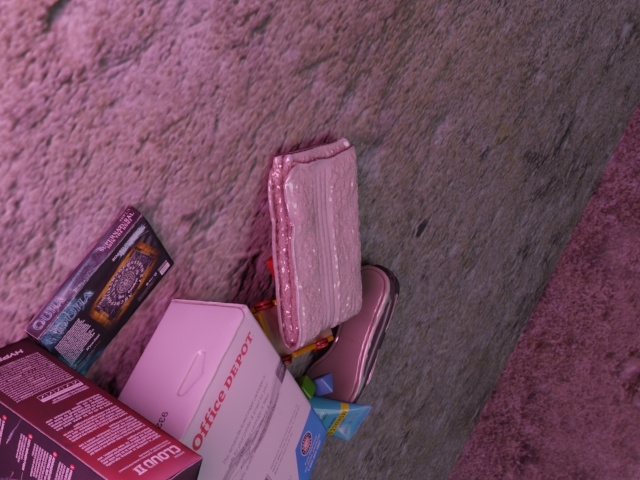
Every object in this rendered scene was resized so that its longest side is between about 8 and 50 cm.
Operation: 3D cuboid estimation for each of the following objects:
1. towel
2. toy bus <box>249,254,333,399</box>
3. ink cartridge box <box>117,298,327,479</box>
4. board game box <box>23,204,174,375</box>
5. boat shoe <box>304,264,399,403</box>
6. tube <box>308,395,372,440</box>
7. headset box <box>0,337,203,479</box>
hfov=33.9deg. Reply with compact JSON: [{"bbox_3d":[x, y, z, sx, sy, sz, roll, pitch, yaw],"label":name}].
[{"bbox_3d":[0.000,0.000,1.525,0.187,0.049,0.282,-24,114,-53],"label":"towel"},{"bbox_3d":[-0.073,0.138,1.570,0.202,0.104,0.191,42,42,-33],"label":"toy bus"},{"bbox_3d":[-0.131,0.258,1.400,0.223,0.129,0.307,-65,144,-33],"label":"ink cartridge box"},{"bbox_3d":[-0.253,0.063,1.226,0.186,0.026,0.126,-53,154,-19],"label":"board game box"},{"bbox_3d":[0.060,0.205,1.895,0.095,0.112,0.335,17,97,-61],"label":"boat shoe"},{"bbox_3d":[-0.012,0.294,1.796,0.207,0.052,0.080,19,118,-33],"label":"tube"},{"bbox_3d":[-0.262,0.273,1.104,0.110,0.293,0.218,-23,135,-54],"label":"headset box"}]
